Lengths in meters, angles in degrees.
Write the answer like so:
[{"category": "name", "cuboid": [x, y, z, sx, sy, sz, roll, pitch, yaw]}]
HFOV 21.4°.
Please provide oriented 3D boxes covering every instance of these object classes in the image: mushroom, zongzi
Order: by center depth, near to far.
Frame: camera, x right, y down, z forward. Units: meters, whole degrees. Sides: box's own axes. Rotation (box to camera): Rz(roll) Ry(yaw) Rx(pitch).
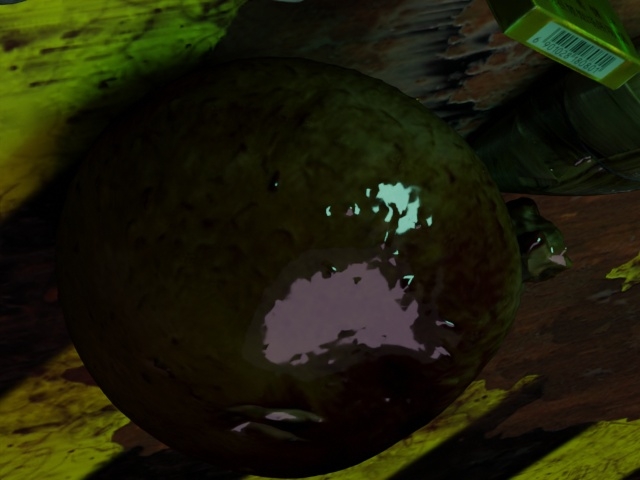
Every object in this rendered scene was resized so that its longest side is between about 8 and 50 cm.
[{"category": "mushroom", "cuboid": [0.006, -0.003, 1.213, 0.356, 0.334, 0.331, -49, -173, -29]}, {"category": "zongzi", "cuboid": [0.244, -0.083, 1.386, 0.221, 0.112, 0.242, 0, 161, -46]}]

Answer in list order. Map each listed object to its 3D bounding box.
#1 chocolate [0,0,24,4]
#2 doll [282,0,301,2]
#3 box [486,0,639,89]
[{"category": "chocolate", "cuboid": [-0.218, -0.176, 0.962, 0.167, 0.072, 0.072, 6, 137, -29]}, {"category": "doll", "cuboid": [-0.062, -0.242, 0.905, 0.221, 0.221, 0.251, -36, 168, 18]}, {"category": "box", "cuboid": [0.122, -0.188, 1.055, 0.030, 0.193, 0.121, -39, 145, 27]}]
